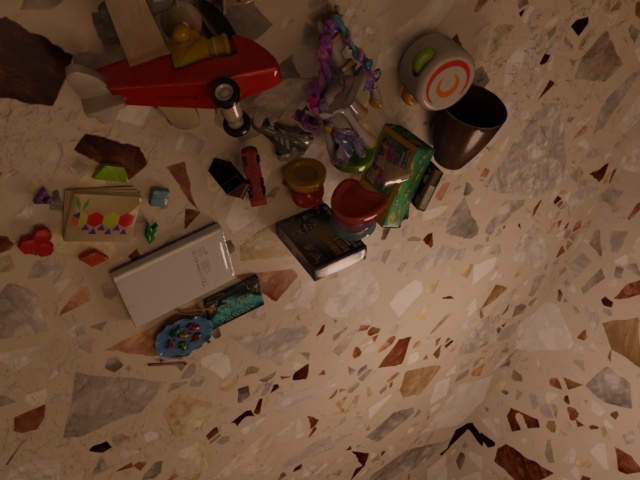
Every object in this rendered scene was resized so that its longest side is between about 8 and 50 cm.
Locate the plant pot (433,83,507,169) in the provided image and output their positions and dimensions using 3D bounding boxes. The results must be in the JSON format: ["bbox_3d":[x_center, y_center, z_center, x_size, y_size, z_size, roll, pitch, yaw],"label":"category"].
[{"bbox_3d":[0.446,-0.343,2.000,0.215,0.215,0.230,-19,149,-26],"label":"plant pot"}]

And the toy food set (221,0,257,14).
[{"bbox_3d":[-0.087,-0.631,1.380,0.306,0.092,0.220,-20,134,-25],"label":"toy food set"}]

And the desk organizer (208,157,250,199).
[{"bbox_3d":[-0.237,-0.161,1.623,0.050,0.130,0.047,13,115,-42],"label":"desk organizer"}]

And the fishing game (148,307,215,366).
[{"bbox_3d":[-0.412,0.304,1.920,0.189,0.041,0.264,7,126,-42],"label":"fishing game"}]

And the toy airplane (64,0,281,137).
[{"bbox_3d":[-0.323,-0.370,1.299,0.384,0.386,0.273,18,68,-38],"label":"toy airplane"}]

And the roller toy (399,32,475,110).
[{"bbox_3d":[0.330,-0.485,1.804,0.191,0.146,0.209,-19,140,-14],"label":"roller toy"}]

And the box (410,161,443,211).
[{"bbox_3d":[0.299,-0.203,1.971,0.036,0.225,0.137,12,116,-22],"label":"box"}]

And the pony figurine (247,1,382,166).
[{"bbox_3d":[0.029,-0.367,1.603,0.351,0.302,0.363,-64,144,-28],"label":"pony figurine"}]

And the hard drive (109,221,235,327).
[{"bbox_3d":[-0.406,0.098,1.771,0.318,0.040,0.210,-27,137,-20],"label":"hard drive"}]

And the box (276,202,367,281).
[{"bbox_3d":[0.000,0.000,1.877,0.183,0.231,0.056,-22,138,-23],"label":"box"}]

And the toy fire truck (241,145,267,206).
[{"bbox_3d":[-0.178,-0.169,1.687,0.047,0.135,0.192,-11,115,-6],"label":"toy fire truck"}]

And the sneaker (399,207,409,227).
[{"bbox_3d":[0.287,-0.100,2.161,0.052,0.058,0.135,9,116,-43],"label":"sneaker"}]

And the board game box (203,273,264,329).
[{"bbox_3d":[-0.270,0.194,1.975,0.186,0.026,0.126,-26,137,-20],"label":"board game box"}]

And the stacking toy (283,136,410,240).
[{"bbox_3d":[0.080,-0.142,1.799,0.279,0.309,0.130,-36,148,-25],"label":"stacking toy"}]

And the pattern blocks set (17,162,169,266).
[{"bbox_3d":[-0.540,-0.061,1.538,0.324,0.026,0.286,10,117,-44],"label":"pattern blocks set"}]

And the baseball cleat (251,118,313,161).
[{"bbox_3d":[-0.110,-0.264,1.688,0.205,0.072,0.109,9,124,-39],"label":"baseball cleat"}]

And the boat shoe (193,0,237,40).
[{"bbox_3d":[-0.224,-0.445,1.437,0.073,0.080,0.223,-19,138,28],"label":"boat shoe"}]

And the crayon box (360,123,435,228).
[{"bbox_3d":[0.221,-0.197,1.941,0.081,0.165,0.279,1,123,-39],"label":"crayon box"}]
